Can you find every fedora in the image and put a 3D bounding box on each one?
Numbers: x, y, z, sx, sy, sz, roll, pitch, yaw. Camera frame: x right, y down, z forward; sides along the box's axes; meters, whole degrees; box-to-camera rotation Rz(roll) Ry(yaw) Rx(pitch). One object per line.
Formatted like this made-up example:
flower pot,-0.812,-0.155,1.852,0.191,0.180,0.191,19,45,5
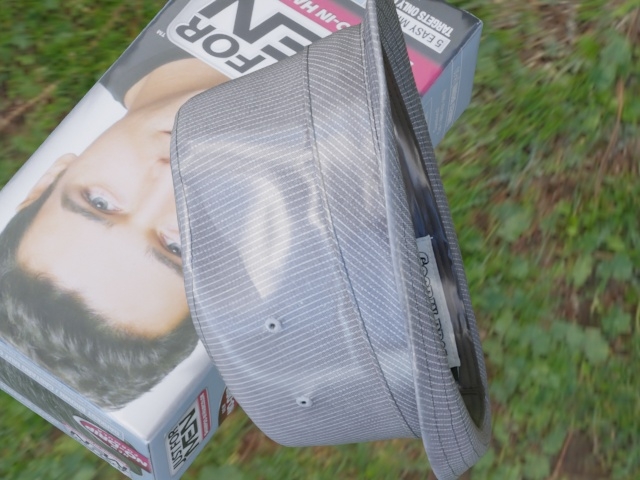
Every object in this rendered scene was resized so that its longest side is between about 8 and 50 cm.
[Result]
fedora,0.000,0.000,0.952,0.124,0.243,0.275,-12,129,8

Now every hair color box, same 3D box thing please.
hair color box,-0.071,-0.036,1.273,0.185,0.113,0.374,32,68,14
